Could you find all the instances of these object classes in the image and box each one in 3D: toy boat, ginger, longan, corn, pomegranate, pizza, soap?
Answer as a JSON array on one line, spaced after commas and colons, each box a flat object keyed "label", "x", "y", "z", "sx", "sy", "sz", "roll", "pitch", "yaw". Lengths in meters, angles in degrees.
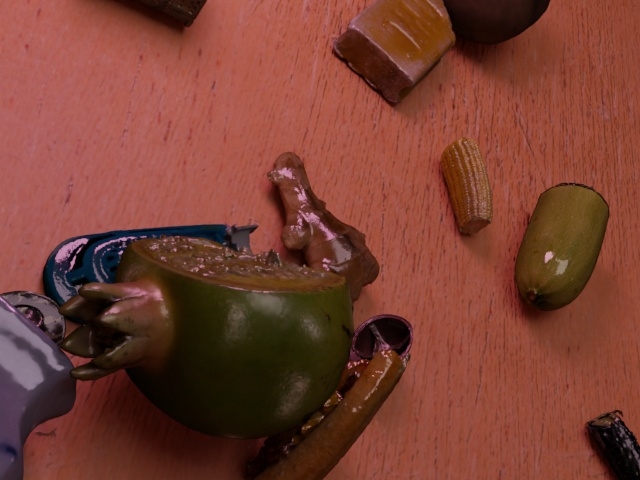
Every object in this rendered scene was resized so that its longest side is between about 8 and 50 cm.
[{"label": "toy boat", "x": -0.215, "y": 0.029, "z": 1.445, "sx": 0.298, "sy": 0.092, "sz": 0.134, "roll": -7, "pitch": 67, "yaw": -37}, {"label": "ginger", "x": 0.000, "y": 0.000, "z": 1.617, "sx": 0.147, "sy": 0.081, "sz": 0.334, "roll": -15, "pitch": 66, "yaw": -22}, {"label": "longan", "x": 0.332, "y": -0.489, "z": 2.081, "sx": 0.246, "sy": 0.215, "sz": 0.246, "roll": 4, "pitch": 77, "yaw": -18}, {"label": "corn", "x": 0.248, "y": -0.092, "z": 1.835, "sx": 0.063, "sy": 0.085, "sz": 0.165, "roll": 19, "pitch": 52, "yaw": -42}, {"label": "pomegranate", "x": -0.138, "y": 0.123, "z": 1.267, "sx": 0.358, "sy": 0.216, "sz": 0.309, "roll": -8, "pitch": 21, "yaw": -44}, {"label": "pizza", "x": -0.006, "y": 0.225, "z": 1.386, "sx": 0.081, "sy": 0.289, "sz": 0.229, "roll": 40, "pitch": 8, "yaw": -5}, {"label": "soap", "x": 0.151, "y": -0.371, "z": 1.971, "sx": 0.160, "sy": 0.080, "sz": 0.257, "roll": 42, "pitch": 47, "yaw": -1}]

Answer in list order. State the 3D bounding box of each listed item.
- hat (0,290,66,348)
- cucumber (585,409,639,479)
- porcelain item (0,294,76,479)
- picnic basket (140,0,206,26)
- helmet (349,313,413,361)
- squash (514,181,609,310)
[{"label": "hat", "x": -0.363, "y": 0.103, "z": 1.319, "sx": 0.121, "sy": 0.050, "sz": 0.121, "roll": 14, "pitch": 57, "yaw": -22}, {"label": "cucumber", "x": 0.494, "y": 0.376, "z": 1.673, "sx": 0.067, "sy": 0.067, "sz": 0.245, "roll": -11, "pitch": 64, "yaw": -38}, {"label": "porcelain item", "x": -0.439, "y": 0.235, "z": 1.091, "sx": 0.242, "sy": 0.178, "sz": 0.405, "roll": 42, "pitch": 48, "yaw": -2}, {"label": "picnic basket", "x": -0.259, "y": -0.447, "z": 1.709, "sx": 0.196, "sy": 0.154, "sz": 0.134, "roll": 23, "pitch": 44, "yaw": -23}, {"label": "helmet", "x": 0.088, "y": 0.164, "z": 1.567, "sx": 0.089, "sy": 0.057, "sz": 0.111, "roll": 16, "pitch": 47, "yaw": 24}, {"label": "squash", "x": 0.399, "y": 0.025, "z": 1.822, "sx": 0.132, "sy": 0.132, "sz": 0.247, "roll": 35, "pitch": 49, "yaw": -7}]
